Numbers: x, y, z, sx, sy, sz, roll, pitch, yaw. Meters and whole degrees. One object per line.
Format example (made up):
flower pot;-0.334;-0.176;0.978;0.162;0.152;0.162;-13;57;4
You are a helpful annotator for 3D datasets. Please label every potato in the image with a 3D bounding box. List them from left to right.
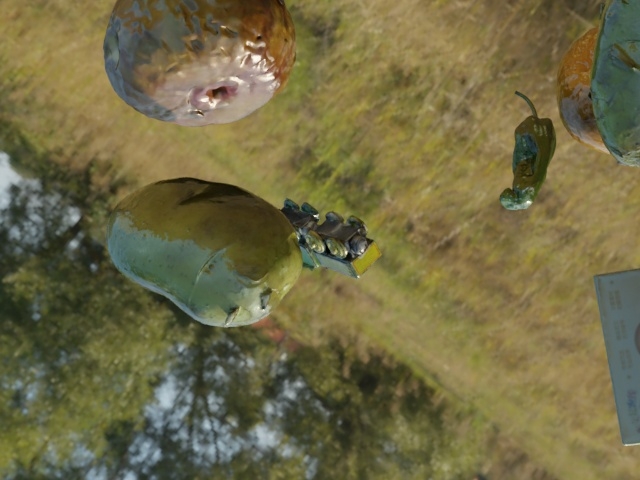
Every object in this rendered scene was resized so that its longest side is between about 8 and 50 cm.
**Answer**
potato;-0.131;0.009;1.039;0.248;0.144;0.169;17;-159;31
potato;0.330;-0.183;0.942;0.090;0.117;0.226;24;123;56

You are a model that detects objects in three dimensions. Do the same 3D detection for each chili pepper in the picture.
chili pepper;0.337;-0.144;1.471;0.073;0.204;0.072;21;162;-18

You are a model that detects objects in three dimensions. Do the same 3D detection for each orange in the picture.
orange;0.382;-0.191;1.159;0.155;0.178;0.177;16;-169;-45

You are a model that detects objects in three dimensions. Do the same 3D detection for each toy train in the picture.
toy train;0.000;0.000;1.207;0.202;0.060;0.081;17;144;53

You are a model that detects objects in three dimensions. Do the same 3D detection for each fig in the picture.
fig;-0.200;-0.364;1.386;0.286;0.286;0.369;69;-178;-77

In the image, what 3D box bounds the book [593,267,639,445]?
book;0.487;0.119;1.090;0.295;0.208;0.020;-10;173;13
